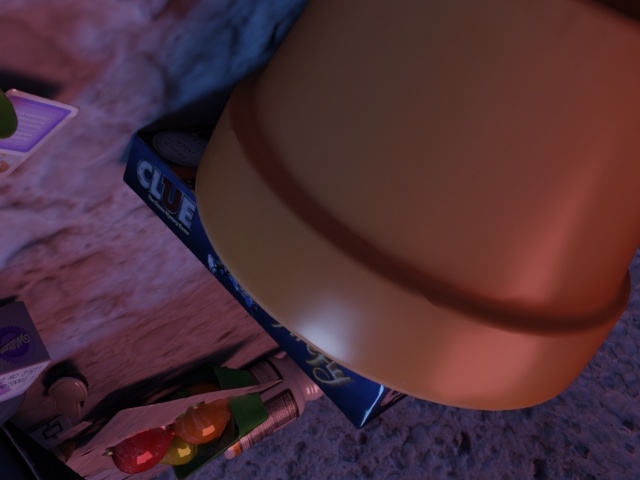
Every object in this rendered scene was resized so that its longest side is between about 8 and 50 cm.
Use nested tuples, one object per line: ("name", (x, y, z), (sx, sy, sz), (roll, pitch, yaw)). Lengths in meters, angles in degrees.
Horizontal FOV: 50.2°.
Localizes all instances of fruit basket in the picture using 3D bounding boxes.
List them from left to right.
("fruit basket", (-0.291, 0.342, 1.272), (0.353, 0.165, 0.327), (6, 141, -44))

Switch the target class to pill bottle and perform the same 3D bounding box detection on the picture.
("pill bottle", (-0.136, 0.370, 1.594), (0.278, 0.162, 0.162), (-27, 165, -21))

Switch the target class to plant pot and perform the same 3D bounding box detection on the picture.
("plant pot", (0.090, -0.075, 0.419), (0.291, 0.291, 0.203), (-18, 143, -47))

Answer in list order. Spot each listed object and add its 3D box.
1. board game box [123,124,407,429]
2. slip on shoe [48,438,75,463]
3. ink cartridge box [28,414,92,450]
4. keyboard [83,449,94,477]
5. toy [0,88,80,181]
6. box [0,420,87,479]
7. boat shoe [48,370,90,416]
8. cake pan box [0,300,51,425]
("board game box", (0.000, 0.000, 0.480), (0.165, 0.243, 0.042), (-18, 142, -48))
("slip on shoe", (-0.453, 0.374, 1.157), (0.041, 0.051, 0.135), (-35, 166, -50))
("ink cartridge box", (-0.389, 0.282, 1.019), (0.083, 0.028, 0.048), (-30, 166, -10))
("keyboard", (-0.533, 0.474, 1.372), (0.192, 0.038, 0.100), (-7, 128, -58))
("toy", (-0.242, 0.005, 0.355), (0.237, 0.056, 0.137), (-38, 164, 20))
("box", (-0.406, 0.528, 0.783), (0.480, 0.297, 0.472), (-41, 146, -19))
("boat shoe", (-0.307, 0.183, 0.847), (0.046, 0.038, 0.125), (14, 145, -8))
("cake pan box", (-0.380, 0.158, 0.548), (0.245, 0.070, 0.267), (-40, 164, 35))
